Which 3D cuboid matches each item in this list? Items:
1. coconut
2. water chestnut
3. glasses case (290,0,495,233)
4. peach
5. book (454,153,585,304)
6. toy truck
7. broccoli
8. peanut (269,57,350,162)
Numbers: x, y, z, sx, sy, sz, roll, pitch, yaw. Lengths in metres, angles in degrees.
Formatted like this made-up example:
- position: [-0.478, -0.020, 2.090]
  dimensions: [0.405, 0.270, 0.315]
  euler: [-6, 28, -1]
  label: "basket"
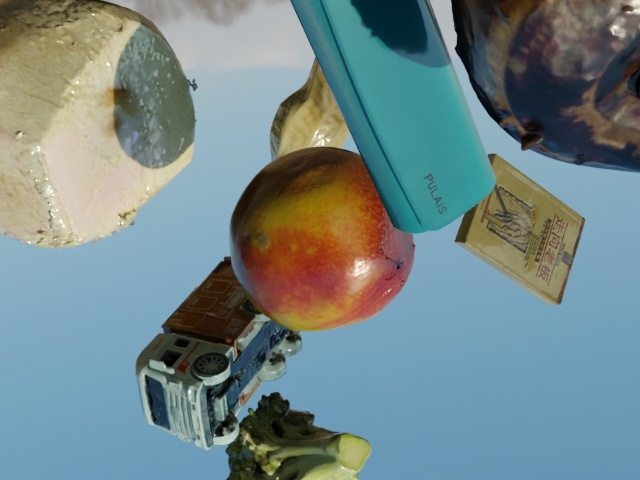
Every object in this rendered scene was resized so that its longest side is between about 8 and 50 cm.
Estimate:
- position: [-0.423, -0.195, 1.695]
  dimensions: [0.404, 0.404, 0.404]
  euler: [-7, -164, 2]
  label: "coconut"
- position: [0.246, -0.198, 0.865]
  dimensions: [0.300, 0.300, 0.300]
  euler: [-7, -164, 2]
  label: "water chestnut"
- position: [0.076, -0.147, 1.050]
  dimensions: [0.117, 0.301, 0.070]
  euler: [-39, -142, -16]
  label: "glasses case"
- position: [0.000, 0.000, 1.362]
  dimensions: [0.231, 0.231, 0.231]
  euler: [-7, -164, 2]
  label: "peach"
- position: [0.321, -0.014, 1.759]
  dimensions: [0.231, 0.161, 0.026]
  euler: [31, 162, -31]
  label: "book"
- position: [-0.146, 0.149, 1.595]
  dimensions: [0.162, 0.136, 0.305]
  euler: [12, -143, 22]
  label: "toy truck"
- position: [-0.031, 0.345, 1.704]
  dimensions: [0.263, 0.247, 0.243]
  euler: [-12, 166, -43]
  label: "broccoli"
- position: [0.006, -0.203, 1.717]
  dimensions: [0.130, 0.290, 0.130]
  euler: [25, -154, -13]
  label: "peanut"
